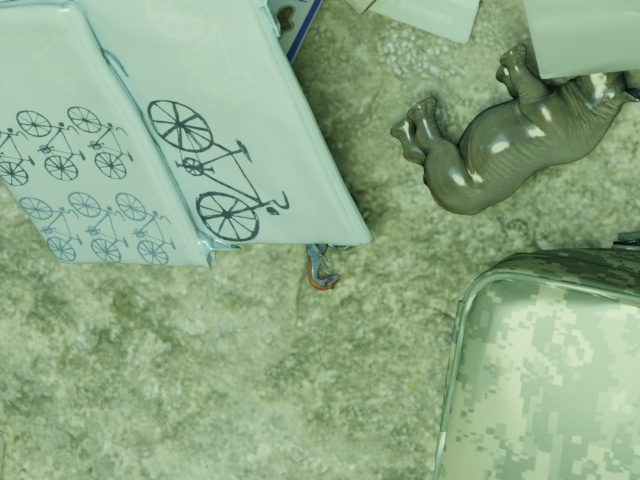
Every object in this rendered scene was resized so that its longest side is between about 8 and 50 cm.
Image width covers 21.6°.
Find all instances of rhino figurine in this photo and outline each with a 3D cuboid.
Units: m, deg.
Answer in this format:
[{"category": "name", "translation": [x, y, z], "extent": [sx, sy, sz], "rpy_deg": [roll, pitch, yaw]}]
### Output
[{"category": "rhino figurine", "translation": [0.182, -0.108, 1.415], "extent": [0.243, 0.073, 0.106], "rpy_deg": [-29, 83, 15]}]

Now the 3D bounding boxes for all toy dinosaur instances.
[{"category": "toy dinosaur", "translation": [0.000, 0.000, 1.505], "extent": [0.090, 0.047, 0.082], "rpy_deg": [37, 117, 44]}]

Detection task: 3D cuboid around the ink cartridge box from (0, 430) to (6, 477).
[{"category": "ink cartridge box", "translation": [-0.482, 0.227, 1.557], "extent": [0.306, 0.226, 0.131], "rpy_deg": [11, 98, 16]}]

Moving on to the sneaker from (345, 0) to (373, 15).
[{"category": "sneaker", "translation": [0.080, -0.322, 1.347], "extent": [0.121, 0.108, 0.302], "rpy_deg": [42, 120, -2]}]

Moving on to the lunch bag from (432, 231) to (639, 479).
[{"category": "lunch bag", "translation": [0.218, 0.151, 1.333], "extent": [0.212, 0.256, 0.305], "rpy_deg": [9, 99, 17]}]

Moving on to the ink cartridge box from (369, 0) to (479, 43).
[{"category": "ink cartridge box", "translation": [0.054, -0.402, 1.439], "extent": [0.308, 0.091, 0.385], "rpy_deg": [22, 117, 13]}]

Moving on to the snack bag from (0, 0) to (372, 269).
[{"category": "snack bag", "translation": [-0.148, -0.089, 1.403], "extent": [0.342, 0.037, 0.323], "rpy_deg": [0, 138, 26]}]

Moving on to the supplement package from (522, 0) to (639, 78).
[{"category": "supplement package", "translation": [0.284, -0.236, 1.276], "extent": [0.261, 0.204, 0.145], "rpy_deg": [-6, 74, 11]}]

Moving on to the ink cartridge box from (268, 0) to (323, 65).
[{"category": "ink cartridge box", "translation": [-0.163, -0.184, 1.461], "extent": [0.332, 0.165, 0.065], "rpy_deg": [10, 137, 17]}]
